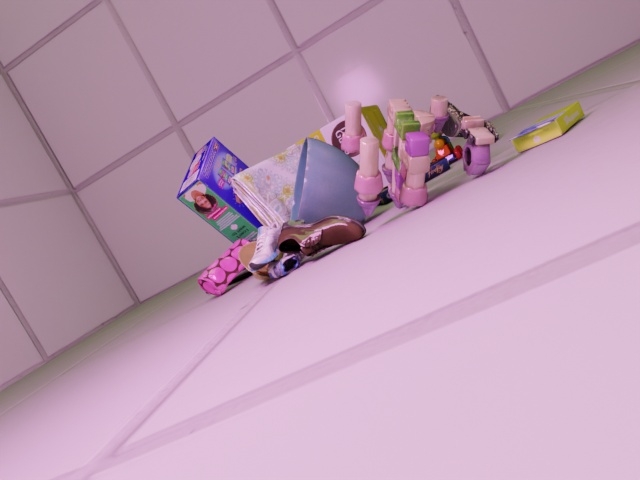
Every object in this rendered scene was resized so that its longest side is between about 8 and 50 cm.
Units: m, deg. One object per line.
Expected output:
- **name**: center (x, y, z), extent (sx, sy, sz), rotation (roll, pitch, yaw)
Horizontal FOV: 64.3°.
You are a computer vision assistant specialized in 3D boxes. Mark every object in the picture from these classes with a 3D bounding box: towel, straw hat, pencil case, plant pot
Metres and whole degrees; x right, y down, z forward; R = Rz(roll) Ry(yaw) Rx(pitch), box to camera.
- **towel**: center (-0.062, -0.154, 1.664), extent (0.374, 0.321, 0.090), rotation (-32, -15, -35)
- **straw hat**: center (-0.149, 0.069, 1.318), extent (0.144, 0.144, 0.061), rotation (-34, -33, -47)
- **pencil case**: center (-0.283, 0.085, 1.597), extent (0.209, 0.098, 0.095), rotation (-49, -16, -32)
- **plant pot**: center (0.031, -0.127, 1.427), extent (0.195, 0.291, 0.290), rotation (9, 1, -8)

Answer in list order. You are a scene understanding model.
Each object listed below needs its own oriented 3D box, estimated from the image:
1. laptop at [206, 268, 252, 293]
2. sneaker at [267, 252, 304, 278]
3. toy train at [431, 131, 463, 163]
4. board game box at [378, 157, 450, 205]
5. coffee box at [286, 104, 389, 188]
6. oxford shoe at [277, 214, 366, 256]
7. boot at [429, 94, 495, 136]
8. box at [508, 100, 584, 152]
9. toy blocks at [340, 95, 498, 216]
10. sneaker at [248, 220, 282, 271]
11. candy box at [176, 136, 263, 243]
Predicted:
- **laptop**: center (-0.217, -0.042, 1.824), extent (0.381, 0.237, 0.408), rotation (-25, 6, 35)
- **sneaker**: center (-0.067, 0.051, 1.256), extent (0.058, 0.052, 0.135), rotation (-10, 24, 43)
- **toy train**: center (0.419, -0.330, 1.788), extent (0.105, 0.144, 0.248), rotation (-26, 6, 25)
- **board game box**: center (0.287, -0.190, 1.681), extent (0.243, 0.042, 0.165), rotation (-29, 5, -8)
- **coffee box**: center (0.128, -0.310, 2.033), extent (0.334, 0.338, 0.338), rotation (-26, 6, 23)
- **oxford shoe**: center (0.000, 0.000, 1.196), extent (0.227, 0.083, 0.096), rotation (-9, 41, 29)
- **boot**: center (0.492, -0.419, 1.783), extent (0.237, 0.178, 0.085), rotation (-104, 28, -48)
- **box**: center (0.515, -0.256, 1.158), extent (0.178, 0.043, 0.109), rotation (-33, 7, -40)
- **toy blocks**: center (0.217, -0.178, 1.242), extent (0.308, 0.260, 0.289), rotation (-5, 35, -3)
- **sneaker**: center (-0.138, 0.010, 1.264), extent (0.071, 0.083, 0.191), rotation (-29, 11, 29)
- **candy box**: center (-0.299, -0.150, 1.718), extent (0.122, 0.317, 0.268), rotation (-35, 31, 27)
